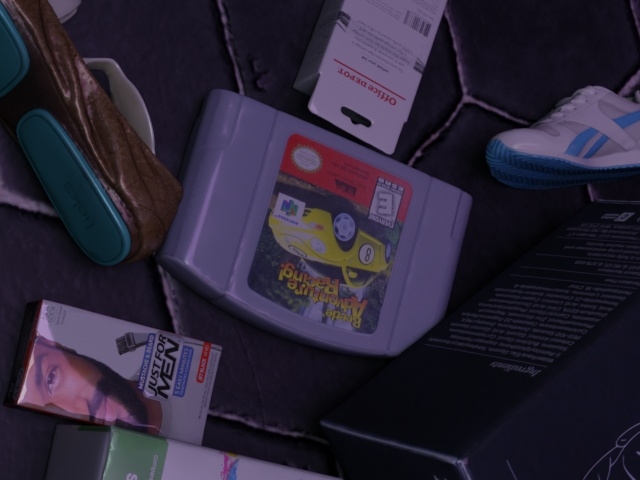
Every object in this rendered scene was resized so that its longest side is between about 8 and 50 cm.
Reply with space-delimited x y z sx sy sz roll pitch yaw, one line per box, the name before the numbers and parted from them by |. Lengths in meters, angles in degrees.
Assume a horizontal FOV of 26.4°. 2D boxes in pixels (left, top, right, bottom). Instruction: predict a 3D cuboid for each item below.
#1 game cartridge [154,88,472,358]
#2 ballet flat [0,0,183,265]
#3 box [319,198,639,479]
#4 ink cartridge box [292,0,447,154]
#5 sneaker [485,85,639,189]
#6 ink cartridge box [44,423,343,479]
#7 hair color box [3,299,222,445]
game cartridge | 0.000 0.000 1.280 0.294 0.060 0.196 21 78 -23
ballet flat | -0.226 -0.141 1.158 0.342 0.116 0.124 55 44 -9
box | 0.252 0.186 1.268 0.395 0.212 0.293 -36 111 -27
ink cartridge box | 0.043 -0.177 1.320 0.104 0.060 0.180 27 71 -22
sneaker | 0.258 -0.108 1.416 0.229 0.087 0.092 -5 78 -35
ink cartridge box | -0.109 0.217 1.134 0.212 0.154 0.093 16 76 -25
hair color box | -0.176 0.116 1.171 0.167 0.053 0.093 16 77 -23
